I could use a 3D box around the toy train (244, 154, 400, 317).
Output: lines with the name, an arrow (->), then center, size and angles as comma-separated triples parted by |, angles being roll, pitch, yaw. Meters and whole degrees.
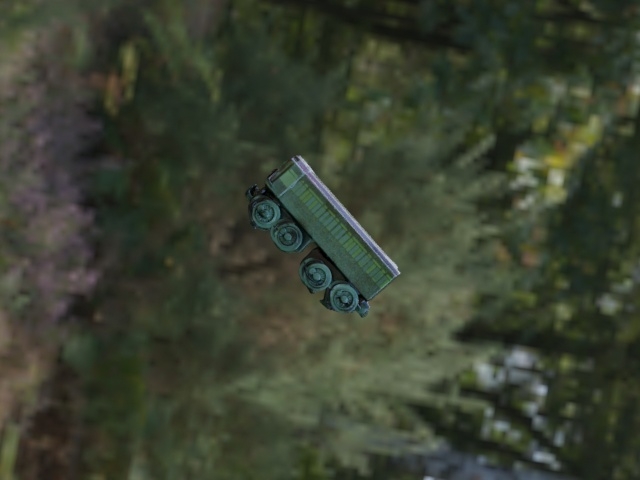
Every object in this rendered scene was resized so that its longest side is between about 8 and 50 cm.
toy train -> 0.000, 0.000, 1.669 | 0.071, 0.148, 0.038 | -40, 175, -7
